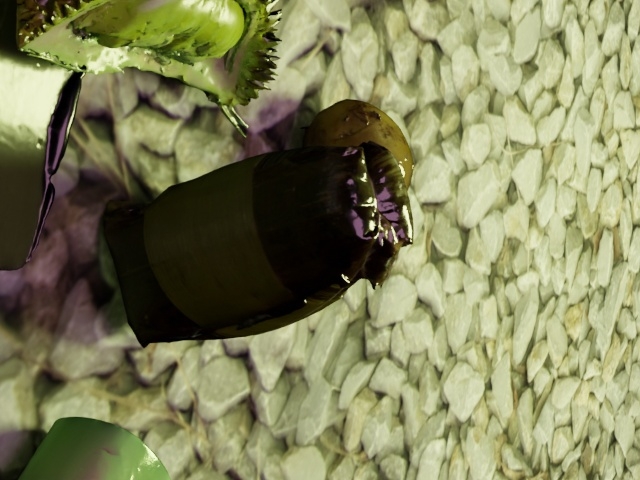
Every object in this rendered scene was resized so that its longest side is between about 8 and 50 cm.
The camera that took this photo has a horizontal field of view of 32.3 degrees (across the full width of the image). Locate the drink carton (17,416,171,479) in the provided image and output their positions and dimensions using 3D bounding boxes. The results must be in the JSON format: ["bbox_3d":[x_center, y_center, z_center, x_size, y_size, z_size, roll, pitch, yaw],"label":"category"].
[{"bbox_3d":[-0.209,0.236,0.931,0.146,0.144,0.142,62,39,-38],"label":"drink carton"}]

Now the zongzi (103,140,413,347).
[{"bbox_3d":[0.000,0.000,1.047,0.317,0.289,0.154,-2,80,-57],"label":"zongzi"}]

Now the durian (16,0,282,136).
[{"bbox_3d":[-0.141,-0.211,0.952,0.169,0.158,0.352,-53,159,14],"label":"durian"}]

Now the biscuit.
[{"bbox_3d":[-0.239,-0.133,0.900,0.099,0.038,0.323,22,78,-57],"label":"biscuit"}]

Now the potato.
[{"bbox_3d":[0.037,-0.065,1.210,0.137,0.137,0.176,6,93,-53],"label":"potato"}]
